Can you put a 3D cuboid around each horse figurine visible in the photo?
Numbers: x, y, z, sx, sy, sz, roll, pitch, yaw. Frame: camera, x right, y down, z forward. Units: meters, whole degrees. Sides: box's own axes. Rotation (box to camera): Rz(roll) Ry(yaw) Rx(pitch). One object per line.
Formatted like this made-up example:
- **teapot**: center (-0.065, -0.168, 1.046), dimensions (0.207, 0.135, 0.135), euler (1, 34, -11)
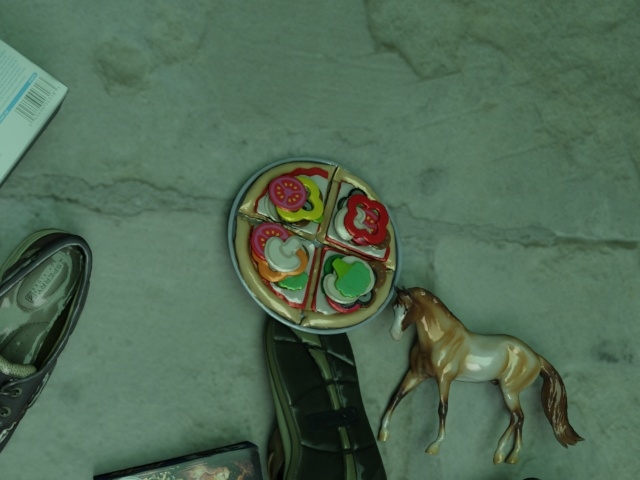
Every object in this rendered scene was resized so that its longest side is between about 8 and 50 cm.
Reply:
- **horse figurine**: center (0.177, 0.159, 1.101), dimensions (0.263, 0.066, 0.175), euler (14, 85, -17)

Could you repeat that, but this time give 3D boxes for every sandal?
- **sandal**: center (-0.004, 0.216, 1.019), dimensions (0.120, 0.086, 0.303), euler (5, 66, -27)

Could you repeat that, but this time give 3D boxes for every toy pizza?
- **toy pizza**: center (0.000, 0.000, 1.042), dimensions (0.201, 0.032, 0.201), euler (8, 68, -20)

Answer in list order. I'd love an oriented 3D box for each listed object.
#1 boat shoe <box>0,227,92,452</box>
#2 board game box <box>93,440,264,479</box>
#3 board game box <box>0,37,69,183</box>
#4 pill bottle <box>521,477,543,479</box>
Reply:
- **boat shoe**: center (-0.300, 0.112, 0.903), dimensions (0.102, 0.092, 0.285), euler (34, 73, -15)
- **board game box**: center (-0.124, 0.339, 0.975), dimensions (0.165, 0.042, 0.243), euler (-9, 88, -22)
- **board game box**: center (-0.422, -0.133, 0.881), dimensions (0.303, 0.097, 0.224), euler (37, 72, -15)
- **pill bottle**: center (0.161, 0.362, 1.037), dimensions (0.245, 0.130, 0.131), euler (-23, 93, -22)
